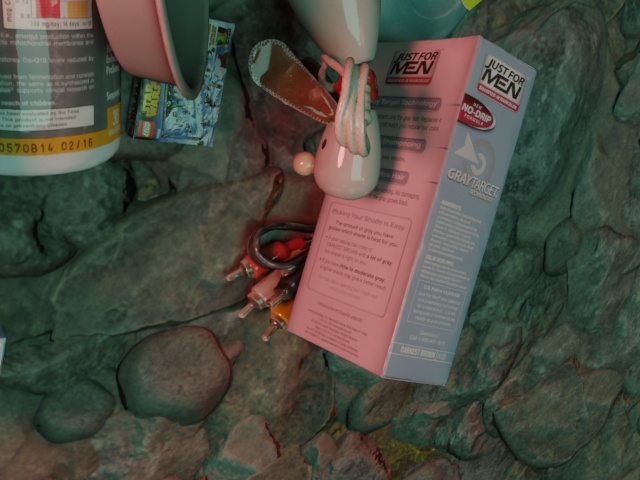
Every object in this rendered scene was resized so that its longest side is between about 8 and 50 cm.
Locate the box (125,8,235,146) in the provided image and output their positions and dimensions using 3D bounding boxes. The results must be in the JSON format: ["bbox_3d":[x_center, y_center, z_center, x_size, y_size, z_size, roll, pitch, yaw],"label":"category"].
[{"bbox_3d":[-0.149,-0.172,0.767,0.094,0.027,0.137,1,112,-36],"label":"box"}]

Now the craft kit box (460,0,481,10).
[{"bbox_3d":[0.057,-0.360,0.660,0.061,0.249,0.247,-35,127,20],"label":"craft kit box"}]

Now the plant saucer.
[{"bbox_3d":[0.132,-0.323,0.879,0.195,0.037,0.194,-15,120,-29],"label":"plant saucer"}]

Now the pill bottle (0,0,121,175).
[{"bbox_3d":[-0.247,-0.205,0.597,0.162,0.162,0.278,-8,117,-31],"label":"pill bottle"}]

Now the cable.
[{"bbox_3d":[0.000,0.000,0.957,0.287,0.072,0.139,-38,112,-28],"label":"cable"}]

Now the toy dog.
[{"bbox_3d":[-0.018,-0.218,0.743,0.220,0.161,0.333,42,50,-76],"label":"toy dog"}]

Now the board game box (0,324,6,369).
[{"bbox_3d":[-0.443,0.115,0.633,0.275,0.144,0.142,5,110,-35],"label":"board game box"}]

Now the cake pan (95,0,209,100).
[{"bbox_3d":[-0.135,-0.263,0.591,0.054,0.293,0.293,-1,117,-1],"label":"cake pan"}]

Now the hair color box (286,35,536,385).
[{"bbox_3d":[0.101,-0.040,0.853,0.114,0.185,0.374,15,91,-38],"label":"hair color box"}]
